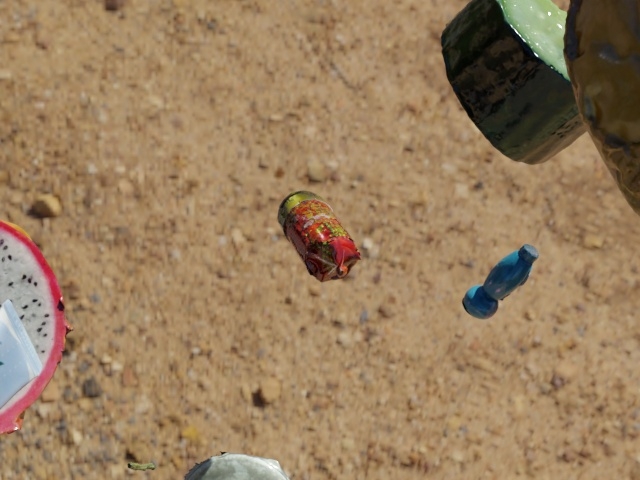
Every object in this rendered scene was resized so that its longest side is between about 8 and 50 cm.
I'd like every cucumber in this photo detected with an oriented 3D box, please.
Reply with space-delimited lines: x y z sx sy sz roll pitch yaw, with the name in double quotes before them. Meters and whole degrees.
"cucumber" 0.228 -0.184 1.359 0.191 0.130 0.191 23 44 -24

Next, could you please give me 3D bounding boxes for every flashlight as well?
"flashlight" 0.239 0.054 1.691 0.051 0.129 0.051 28 30 -18

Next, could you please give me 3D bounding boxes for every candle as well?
"candle" 0.000 0.000 1.129 0.052 0.052 0.130 -7 25 -14

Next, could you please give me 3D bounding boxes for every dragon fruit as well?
"dragon fruit" -0.462 0.102 1.492 0.305 0.226 0.305 0 90 -27

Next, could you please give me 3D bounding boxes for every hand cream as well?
"hand cream" -0.362 0.161 1.273 0.058 0.091 0.271 -14 21 26

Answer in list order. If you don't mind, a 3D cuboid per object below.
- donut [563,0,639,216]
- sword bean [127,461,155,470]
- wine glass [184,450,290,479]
"donut" 0.292 -0.114 0.821 0.330 0.160 0.330 10 73 -35
"sword bean" -0.249 0.313 1.753 0.012 0.083 0.012 -3 79 15
"wine glass" -0.090 0.266 1.057 0.126 0.126 0.241 16 10 6
